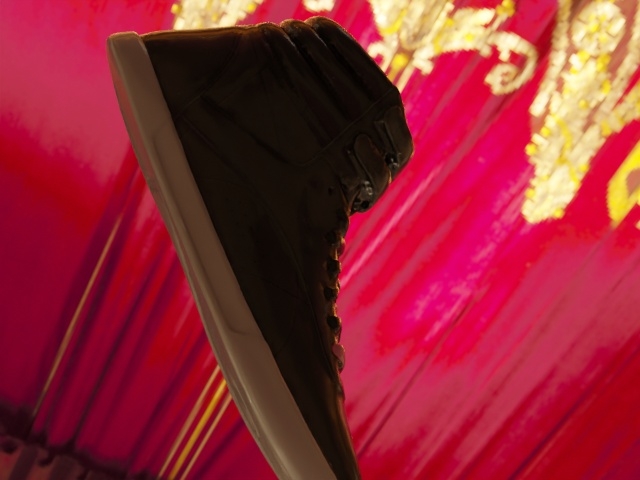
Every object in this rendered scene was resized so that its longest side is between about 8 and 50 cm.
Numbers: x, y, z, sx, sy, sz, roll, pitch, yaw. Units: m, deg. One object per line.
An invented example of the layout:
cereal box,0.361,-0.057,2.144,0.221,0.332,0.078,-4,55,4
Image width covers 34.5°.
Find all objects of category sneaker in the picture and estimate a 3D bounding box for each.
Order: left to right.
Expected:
sneaker,0.000,0.000,0.548,0.147,0.104,0.295,-19,-106,-13
